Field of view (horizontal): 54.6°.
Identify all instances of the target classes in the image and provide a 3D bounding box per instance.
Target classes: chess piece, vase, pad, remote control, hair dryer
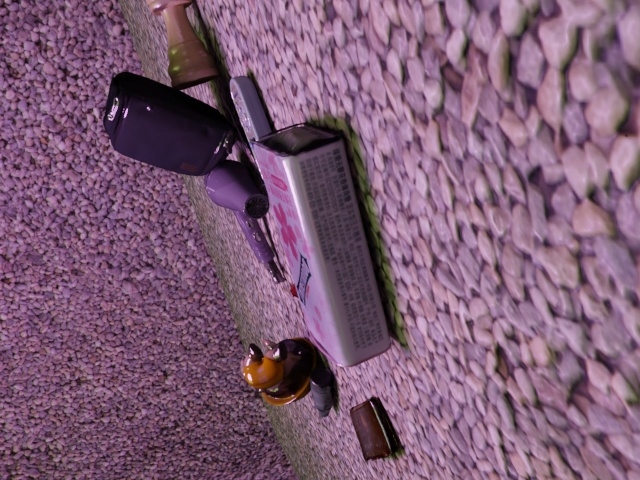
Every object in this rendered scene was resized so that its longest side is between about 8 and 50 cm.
[{"bbox_3d":[-0.348,-0.552,1.415,0.117,0.117,0.397,-167,57,-72],"label":"chess piece"},{"bbox_3d":[0.007,0.404,1.617,0.060,0.059,0.211,56,161,37],"label":"vase"},{"bbox_3d":[-0.155,-0.185,1.380,0.170,0.006,0.246,74,171,-69],"label":"pad"},{"bbox_3d":[-0.120,-0.210,1.232,0.244,0.047,0.087,70,162,-4],"label":"remote control"},{"bbox_3d":[-0.159,-0.027,1.558,0.301,0.121,0.361,38,157,57],"label":"hair dryer"}]

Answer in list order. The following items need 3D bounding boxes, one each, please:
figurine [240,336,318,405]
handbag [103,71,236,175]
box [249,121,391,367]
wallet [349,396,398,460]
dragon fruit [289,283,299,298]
[{"bbox_3d":[-0.105,0.341,1.609,0.256,0.192,0.167,19,-134,-65],"label":"figurine"},{"bbox_3d":[-0.357,-0.252,1.448,0.178,0.301,0.275,-64,24,17],"label":"handbag"},{"bbox_3d":[0.000,0.000,0.987,0.190,0.112,0.370,32,142,63],"label":"box"},{"bbox_3d":[0.111,0.401,1.314,0.232,0.031,0.122,114,136,-67],"label":"wallet"},{"bbox_3d":[-0.010,0.081,1.278,0.097,0.063,0.131,28,150,15],"label":"dragon fruit"}]
